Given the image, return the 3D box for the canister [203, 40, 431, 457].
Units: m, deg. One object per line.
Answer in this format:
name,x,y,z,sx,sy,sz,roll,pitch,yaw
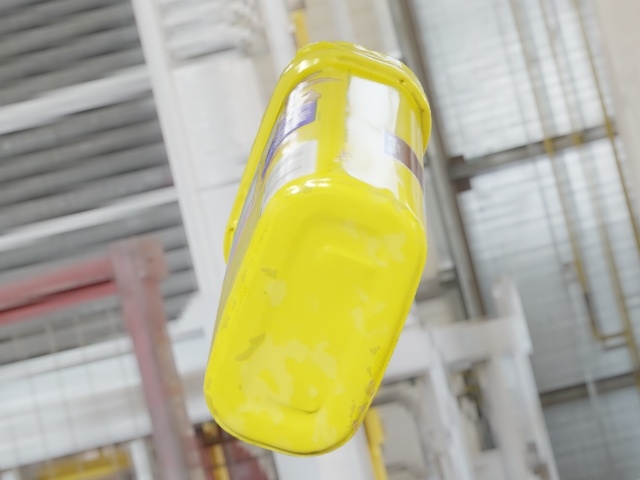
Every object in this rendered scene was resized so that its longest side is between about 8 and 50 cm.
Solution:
canister,0.000,0.000,0.774,0.073,0.126,0.170,19,22,-5
